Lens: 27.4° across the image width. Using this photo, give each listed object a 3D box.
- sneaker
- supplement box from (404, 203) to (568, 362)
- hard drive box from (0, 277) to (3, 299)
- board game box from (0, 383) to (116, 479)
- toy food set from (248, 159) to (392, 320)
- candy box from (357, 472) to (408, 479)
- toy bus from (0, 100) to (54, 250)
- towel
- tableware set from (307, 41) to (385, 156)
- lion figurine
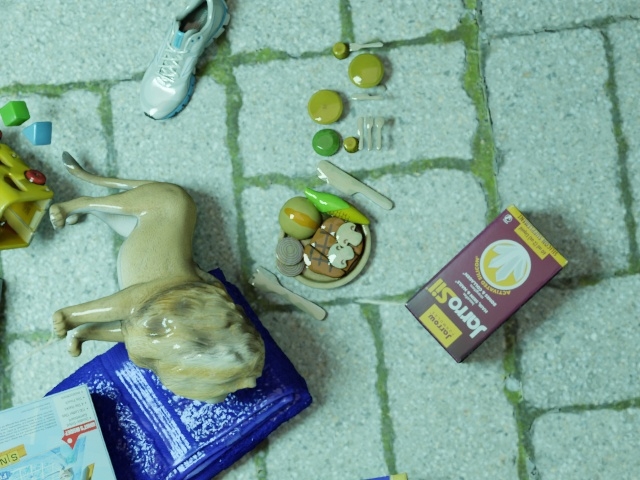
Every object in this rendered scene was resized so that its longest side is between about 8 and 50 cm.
[{"bbox_3d":[-0.190,-0.251,1.743,0.071,0.083,0.190,26,89,7],"label":"sneaker"},{"bbox_3d":[0.209,0.056,1.666,0.188,0.081,0.104,-43,82,1],"label":"supplement box"},{"bbox_3d":[-0.529,0.155,1.734,0.181,0.089,0.232,5,85,7],"label":"hard drive box"},{"bbox_3d":[-0.388,0.372,1.581,0.319,0.066,0.318,-16,83,-19],"label":"board game box"},{"bbox_3d":[0.000,0.000,1.716,0.132,0.038,0.192,30,88,8],"label":"toy food set"},{"bbox_3d":[-0.035,0.422,1.559,0.317,0.268,0.122,-8,117,4],"label":"candy box"},{"bbox_3d":[-0.446,-0.077,1.709,0.202,0.104,0.190,-9,90,35],"label":"toy bus"},{"bbox_3d":[-0.191,0.209,1.697,0.308,0.076,0.227,-37,82,1],"label":"towel"},{"bbox_3d":[0.035,-0.188,1.742,0.104,0.024,0.154,-1,85,10],"label":"tableware set"},{"bbox_3d":[-0.208,0.029,1.650,0.240,0.142,0.392,-10,60,-1],"label":"lion figurine"}]
